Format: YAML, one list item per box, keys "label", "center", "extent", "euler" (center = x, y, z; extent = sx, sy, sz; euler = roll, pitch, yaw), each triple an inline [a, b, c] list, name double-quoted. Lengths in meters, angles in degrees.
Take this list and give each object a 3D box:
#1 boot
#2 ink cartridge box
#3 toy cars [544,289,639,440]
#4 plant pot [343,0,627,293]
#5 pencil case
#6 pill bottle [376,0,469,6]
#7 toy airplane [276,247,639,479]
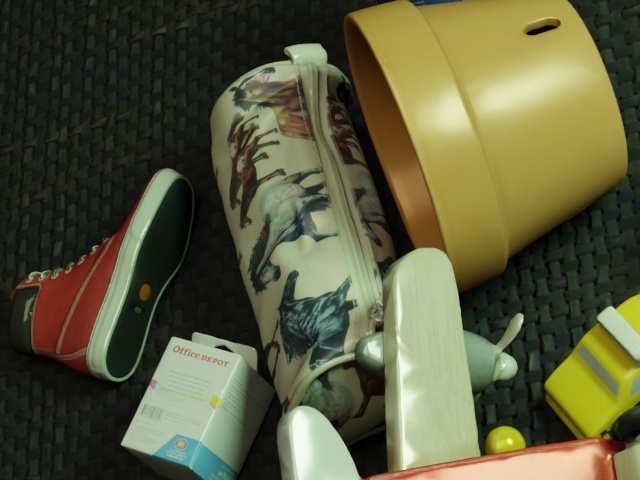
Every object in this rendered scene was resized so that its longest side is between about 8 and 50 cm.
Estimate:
- label: "boot"
  center: [-0.249, 0.022, 2.066]
  extent: [0.176, 0.088, 0.244]
  euler: [13, 73, 34]
- label: "ink cartridge box"
  center: [-0.117, 0.171, 1.908]
  extent: [0.092, 0.090, 0.143]
  euler: [14, 69, 32]
- label: "toy cars"
  center: [0.383, 0.094, 1.698]
  extent: [0.393, 0.087, 0.176]
  euler: [-5, 61, 25]
- label: "plant pot"
  center: [0.165, -0.116, 1.829]
  extent: [0.203, 0.291, 0.291]
  euler: [-21, 54, -4]
- label: "pencil case"
  center: [0.000, 0.000, 1.896]
  extent: [0.183, 0.160, 0.410]
  euler: [-49, 43, 39]
- label: "pill bottle"
  center: [0.122, -0.261, 1.951]
  extent: [0.122, 0.219, 0.123]
  euler: [-13, 57, 21]
- label: "toy airplane"
  center: [0.120, 0.250, 1.629]
  extent: [0.384, 0.272, 0.386]
  euler: [38, 70, 7]
